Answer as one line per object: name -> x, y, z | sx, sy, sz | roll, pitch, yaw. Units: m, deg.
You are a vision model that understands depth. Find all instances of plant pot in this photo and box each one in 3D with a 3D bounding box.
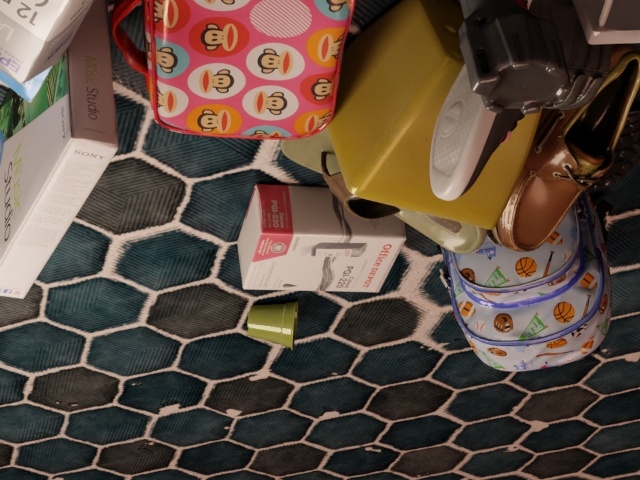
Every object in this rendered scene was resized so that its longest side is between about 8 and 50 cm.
plant pot -> 0.144, -0.168, 1.345 | 0.212, 0.212, 0.187 | 13, 130, -28
plant pot -> -0.081, 0.138, 1.882 | 0.079, 0.083, 0.083 | 5, 147, 3

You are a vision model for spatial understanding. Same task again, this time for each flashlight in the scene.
flashlight -> 0.177, -0.260, 1.100 | 0.103, 0.304, 0.103 | -24, 145, 23

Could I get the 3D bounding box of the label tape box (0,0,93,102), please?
label tape box -> -0.335, -0.280, 1.057 | 0.249, 0.115, 0.347 | 37, 132, -9

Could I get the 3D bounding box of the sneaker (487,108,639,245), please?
sneaker -> 0.315, -0.116, 1.556 | 0.283, 0.124, 0.107 | -30, 131, -8

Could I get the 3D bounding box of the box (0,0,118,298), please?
box -> -0.319, -0.111, 1.298 | 0.058, 0.232, 0.322 | 11, 143, -30

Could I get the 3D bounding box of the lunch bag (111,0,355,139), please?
lunch bag -> -0.102, -0.233, 1.257 | 0.258, 0.120, 0.293 | 0, 147, -10

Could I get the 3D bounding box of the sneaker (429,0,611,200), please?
sneaker -> 0.221, -0.152, 1.195 | 0.147, 0.296, 0.104 | 29, 161, -20

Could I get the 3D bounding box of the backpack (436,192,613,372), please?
backpack -> 0.300, 0.049, 1.633 | 0.276, 0.263, 0.213 | -18, 150, 17

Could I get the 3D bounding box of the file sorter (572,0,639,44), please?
file sorter -> 0.403, -0.329, 1.148 | 0.277, 0.193, 0.173 | -2, 144, -8

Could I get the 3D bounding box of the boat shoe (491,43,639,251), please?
boat shoe -> 0.303, -0.112, 1.408 | 0.110, 0.104, 0.307 | 5, 115, -29

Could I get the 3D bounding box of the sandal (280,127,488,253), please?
sandal -> 0.080, -0.070, 1.482 | 0.302, 0.086, 0.120 | 31, 143, 6

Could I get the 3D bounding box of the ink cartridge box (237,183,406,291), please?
ink cartridge box -> 0.000, 0.000, 1.664 | 0.217, 0.092, 0.158 | 1, 147, -15
